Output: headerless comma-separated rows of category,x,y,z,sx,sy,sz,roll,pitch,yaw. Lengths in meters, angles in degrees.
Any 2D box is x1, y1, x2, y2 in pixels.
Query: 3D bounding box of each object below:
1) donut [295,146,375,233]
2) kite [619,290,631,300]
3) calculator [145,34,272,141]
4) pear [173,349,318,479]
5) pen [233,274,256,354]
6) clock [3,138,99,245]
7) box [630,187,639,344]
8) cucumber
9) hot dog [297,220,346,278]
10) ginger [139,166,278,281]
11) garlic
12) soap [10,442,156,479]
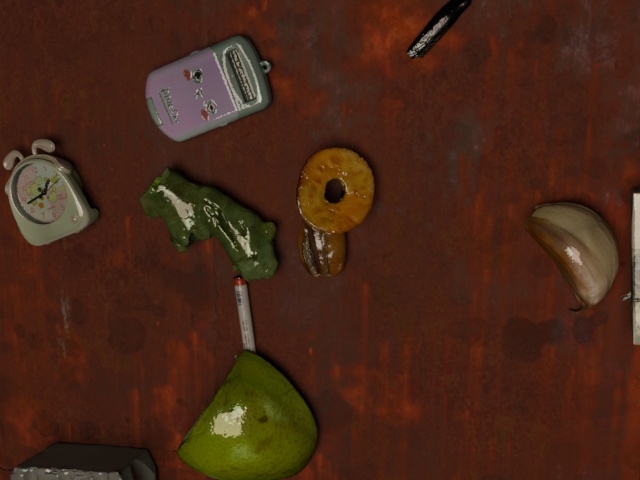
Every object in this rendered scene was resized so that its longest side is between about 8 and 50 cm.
donut,0.022,-0.084,1.512,0.151,0.058,0.152,2,83,-14
kite,0.609,0.107,1.468,0.190,0.010,0.159,19,106,13
calculator,-0.198,-0.271,1.552,0.246,0.045,0.141,-18,100,17
pear,-0.132,0.391,1.661,0.239,0.139,0.288,31,115,-7
pen,-0.140,0.172,1.663,0.026,0.026,0.218,-3,104,15
clock,-0.526,-0.095,1.669,0.151,0.062,0.191,-19,99,18
box,0.593,0.041,1.416,0.164,0.069,0.257,-1,101,17
cucumber,0.195,-0.355,1.439,0.033,0.034,0.135,44,109,5
hot dog,0.002,0.000,1.566,0.089,0.060,0.140,2,99,8
ginger,-0.202,-0.028,1.598,0.289,0.089,0.137,23,90,2
garlic,0.435,0.029,1.439,0.128,0.115,0.207,-26,99,12
soap,-0.469,0.572,1.776,0.257,0.159,0.302,0,102,10
